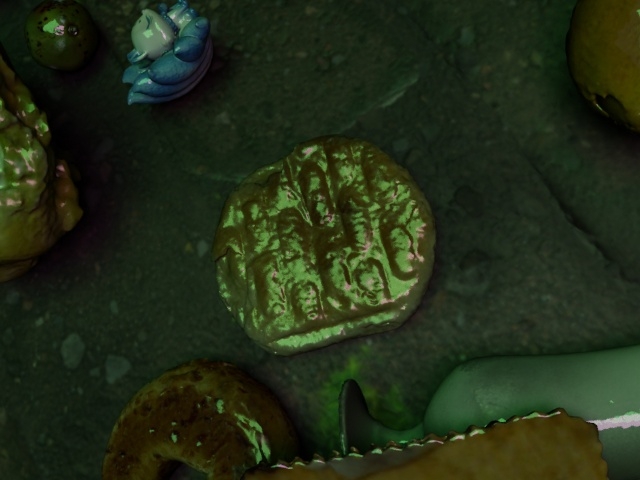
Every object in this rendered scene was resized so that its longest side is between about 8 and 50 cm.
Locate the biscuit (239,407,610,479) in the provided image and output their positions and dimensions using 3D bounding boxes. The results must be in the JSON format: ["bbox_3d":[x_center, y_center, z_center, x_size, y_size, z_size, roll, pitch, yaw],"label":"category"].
[{"bbox_3d":[0.084,0.226,0.413,0.231,0.013,0.237,-15,107,13],"label":"biscuit"}]

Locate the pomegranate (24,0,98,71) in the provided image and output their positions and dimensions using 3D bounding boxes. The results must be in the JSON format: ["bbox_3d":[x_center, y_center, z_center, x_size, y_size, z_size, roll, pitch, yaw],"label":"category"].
[{"bbox_3d":[-0.264,-0.212,0.634,0.073,0.073,0.084,-44,56,4],"label":"pomegranate"}]

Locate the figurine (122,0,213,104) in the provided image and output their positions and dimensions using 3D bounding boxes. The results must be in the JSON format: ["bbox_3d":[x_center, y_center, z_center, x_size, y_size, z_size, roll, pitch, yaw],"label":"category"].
[{"bbox_3d":[-0.148,-0.170,0.583,0.114,0.079,0.114,-19,51,24],"label":"figurine"}]

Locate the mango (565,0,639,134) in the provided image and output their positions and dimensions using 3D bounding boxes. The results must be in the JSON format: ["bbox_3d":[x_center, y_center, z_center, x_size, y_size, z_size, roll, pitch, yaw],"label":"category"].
[{"bbox_3d":[0.275,-0.183,0.428,0.151,0.156,0.249,34,91,-17],"label":"mango"}]

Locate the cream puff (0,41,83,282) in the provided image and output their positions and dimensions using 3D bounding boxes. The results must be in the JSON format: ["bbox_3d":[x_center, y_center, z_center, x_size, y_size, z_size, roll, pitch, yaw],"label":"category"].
[{"bbox_3d":[-0.322,-0.093,0.564,0.281,0.185,0.282,10,111,27],"label":"cream puff"}]

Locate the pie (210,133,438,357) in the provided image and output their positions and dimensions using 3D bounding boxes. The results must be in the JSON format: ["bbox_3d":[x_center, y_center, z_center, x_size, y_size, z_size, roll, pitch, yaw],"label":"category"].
[{"bbox_3d":[0.000,0.000,0.525,0.195,0.046,0.195,-3,81,15],"label":"pie"}]

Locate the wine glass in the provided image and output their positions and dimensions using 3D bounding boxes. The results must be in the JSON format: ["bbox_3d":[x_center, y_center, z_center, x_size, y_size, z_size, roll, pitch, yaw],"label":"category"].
[{"bbox_3d":[0.135,0.129,0.432,0.230,0.103,0.103,-12,77,11],"label":"wine glass"}]

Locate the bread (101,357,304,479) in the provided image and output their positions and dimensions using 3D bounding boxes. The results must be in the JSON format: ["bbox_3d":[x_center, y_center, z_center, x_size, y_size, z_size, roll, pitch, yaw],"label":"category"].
[{"bbox_3d":[-0.094,0.193,0.510,0.193,0.064,0.194,-3,81,22],"label":"bread"}]
